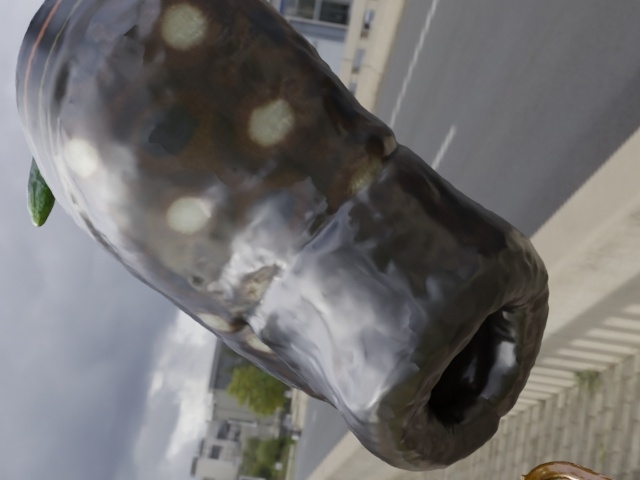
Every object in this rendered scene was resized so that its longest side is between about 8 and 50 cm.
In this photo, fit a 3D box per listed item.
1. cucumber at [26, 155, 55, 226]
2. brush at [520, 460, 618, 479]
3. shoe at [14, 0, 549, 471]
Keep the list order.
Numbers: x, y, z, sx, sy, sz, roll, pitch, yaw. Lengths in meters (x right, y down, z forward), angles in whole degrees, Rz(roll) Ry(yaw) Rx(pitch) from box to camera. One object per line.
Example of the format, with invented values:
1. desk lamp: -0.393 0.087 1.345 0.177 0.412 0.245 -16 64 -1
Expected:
1. cucumber: -0.255 -0.094 0.877 0.039 0.039 0.167 -89 21 -79
2. brush: 0.235 0.166 0.425 0.090 0.315 0.017 -35 -53 -40
3. shoe: 0.000 0.000 0.551 0.171 0.237 0.384 -51 -43 -17
